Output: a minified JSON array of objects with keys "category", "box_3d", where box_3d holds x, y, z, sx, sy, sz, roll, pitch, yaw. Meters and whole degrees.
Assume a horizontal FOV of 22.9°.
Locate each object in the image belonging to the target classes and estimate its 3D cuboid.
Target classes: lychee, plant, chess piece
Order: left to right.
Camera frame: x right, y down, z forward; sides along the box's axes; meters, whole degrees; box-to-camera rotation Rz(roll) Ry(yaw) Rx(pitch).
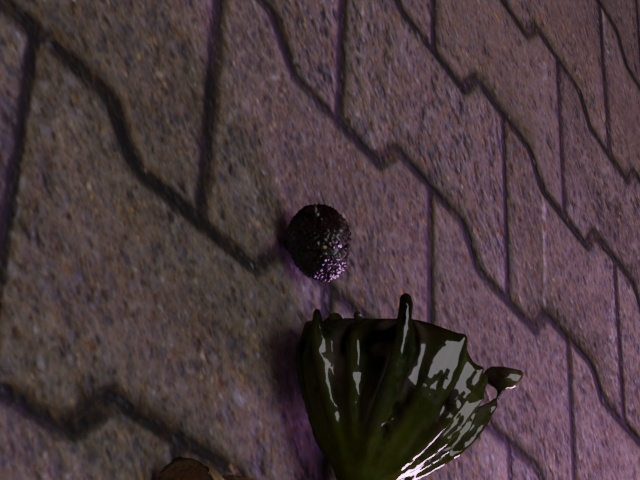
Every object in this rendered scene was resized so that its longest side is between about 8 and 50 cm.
[{"category":"chess piece","box_3d":[-0.071,0.219,1.313,0.172,0.060,0.060,29,53,-61]},{"category":"lychee","box_3d":[0.000,0.000,1.540,0.067,0.068,0.083,-22,121,-36]},{"category":"plant","box_3d":[0.062,0.214,1.456,0.251,0.180,0.333,43,41,-33]}]
